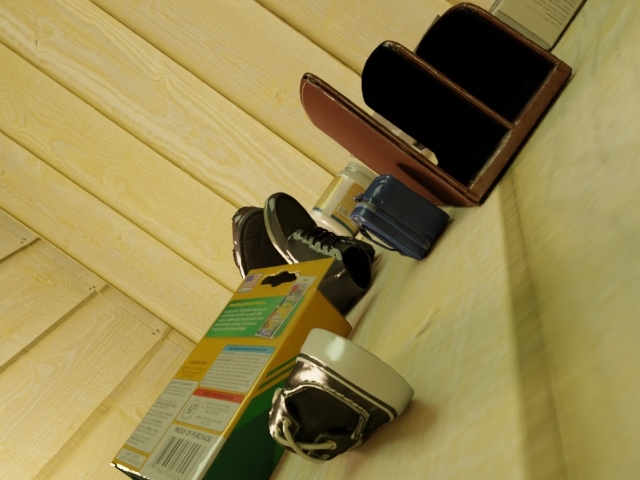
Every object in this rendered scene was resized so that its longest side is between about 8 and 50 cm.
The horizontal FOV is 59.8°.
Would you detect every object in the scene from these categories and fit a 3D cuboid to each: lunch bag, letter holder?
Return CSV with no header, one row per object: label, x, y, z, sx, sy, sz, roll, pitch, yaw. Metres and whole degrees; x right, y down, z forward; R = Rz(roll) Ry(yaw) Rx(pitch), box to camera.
lunch bag,0.078,-0.023,0.597,0.065,0.098,0.067,-58,7,-4
letter holder,0.101,-0.161,0.647,0.152,0.214,0.302,-55,1,3

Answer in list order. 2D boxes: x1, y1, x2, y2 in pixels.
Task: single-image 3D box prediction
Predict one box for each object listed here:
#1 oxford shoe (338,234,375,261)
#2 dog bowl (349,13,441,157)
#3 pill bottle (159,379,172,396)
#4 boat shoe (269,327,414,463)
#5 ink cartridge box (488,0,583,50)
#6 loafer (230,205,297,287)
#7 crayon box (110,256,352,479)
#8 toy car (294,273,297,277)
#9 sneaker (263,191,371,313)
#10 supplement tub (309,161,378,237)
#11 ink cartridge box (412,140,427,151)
oxford shoe,0.035,0.056,0.952,0.227,0.082,0.096,122,166,-68
dog bowl,0.198,-0.306,1.213,0.349,0.102,0.349,-57,0,0
pill bottle,-0.259,0.362,1.272,0.182,0.181,0.323,-55,2,10
boat shoe,0.004,0.122,0.393,0.070,0.077,0.219,-55,-7,-22
ink cartridge box,0.293,-0.330,0.730,0.203,0.085,0.148,-55,2,-2
loafer,-0.098,0.057,0.992,0.109,0.095,0.303,-43,-46,-23
crayon box,-0.095,0.173,0.706,0.203,0.083,0.323,-11,38,49
toy car,-0.031,0.076,1.227,0.149,0.155,0.188,-56,-11,-8
sneaker,0.000,0.000,0.848,0.083,0.222,0.118,-21,-16,-39
supplement tub,0.076,-0.108,1.583,0.200,0.144,0.144,-55,2,-9
ink cartridge box,0.273,-0.289,1.174,0.206,0.045,0.208,-56,0,6
